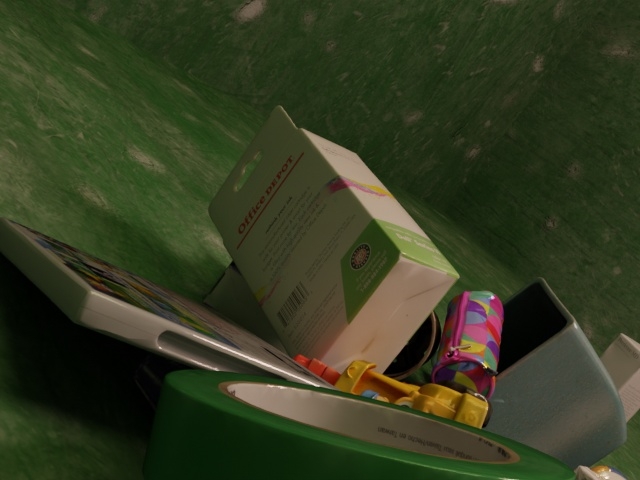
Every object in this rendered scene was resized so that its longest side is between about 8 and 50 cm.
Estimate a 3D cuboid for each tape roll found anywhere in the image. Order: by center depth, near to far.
[{"bbox_3d":[0.029,0.174,0.710,0.321,0.077,0.321,14,-4,1],"label":"tape roll"}]

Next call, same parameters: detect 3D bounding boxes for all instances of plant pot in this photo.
[{"bbox_3d":[0.119,0.144,1.465,0.167,0.167,0.165,41,6,20],"label":"plant pot"},{"bbox_3d":[0.369,0.257,1.538,0.252,0.247,0.248,49,10,-11],"label":"plant pot"}]

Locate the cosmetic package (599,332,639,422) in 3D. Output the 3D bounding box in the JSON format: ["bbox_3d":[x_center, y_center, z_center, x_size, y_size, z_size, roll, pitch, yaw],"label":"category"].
[{"bbox_3d":[0.619,0.324,1.960,0.085,0.231,0.117,31,13,-24],"label":"cosmetic package"}]

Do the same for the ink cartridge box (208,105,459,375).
[{"bbox_3d":[0.000,0.000,1.206,0.119,0.207,0.353,19,26,-41],"label":"ink cartridge box"}]

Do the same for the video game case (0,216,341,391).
[{"bbox_3d":[-0.169,0.078,0.959,0.300,0.036,0.329,28,-3,-34],"label":"video game case"}]

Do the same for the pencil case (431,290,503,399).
[{"bbox_3d":[0.234,0.164,1.439,0.104,0.104,0.236,36,27,-3],"label":"pencil case"}]

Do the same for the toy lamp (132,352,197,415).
[{"bbox_3d":[-0.068,0.204,0.892,0.275,0.080,0.080,38,12,9],"label":"toy lamp"}]

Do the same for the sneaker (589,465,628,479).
[{"bbox_3d":[0.517,0.477,1.487,0.296,0.112,0.131,28,32,-28],"label":"sneaker"}]

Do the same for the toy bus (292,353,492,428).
[{"bbox_3d":[0.055,0.194,0.994,0.211,0.149,0.220,32,-16,0],"label":"toy bus"}]

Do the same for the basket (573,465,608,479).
[{"bbox_3d":[0.415,0.424,1.321,0.103,0.113,0.167,25,17,-50],"label":"basket"}]

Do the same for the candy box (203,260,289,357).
[{"bbox_3d":[-0.068,0.086,1.345,0.165,0.070,0.196,36,13,-3],"label":"candy box"}]
